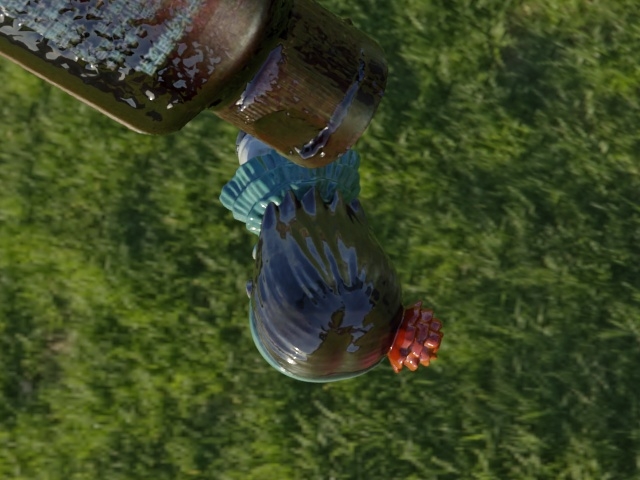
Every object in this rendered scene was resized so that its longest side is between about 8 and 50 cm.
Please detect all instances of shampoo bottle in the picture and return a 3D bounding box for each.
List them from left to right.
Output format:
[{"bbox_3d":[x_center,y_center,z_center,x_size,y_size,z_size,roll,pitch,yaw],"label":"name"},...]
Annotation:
[{"bbox_3d":[-0.112,-0.136,0.540,0.129,0.323,0.084,-57,30,9],"label":"shampoo bottle"}]

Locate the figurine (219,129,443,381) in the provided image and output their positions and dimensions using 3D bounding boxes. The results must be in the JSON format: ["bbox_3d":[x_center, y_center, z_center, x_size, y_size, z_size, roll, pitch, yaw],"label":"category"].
[{"bbox_3d":[0.000,0.000,0.974,0.138,0.110,0.245,-13,50,-5],"label":"figurine"}]
